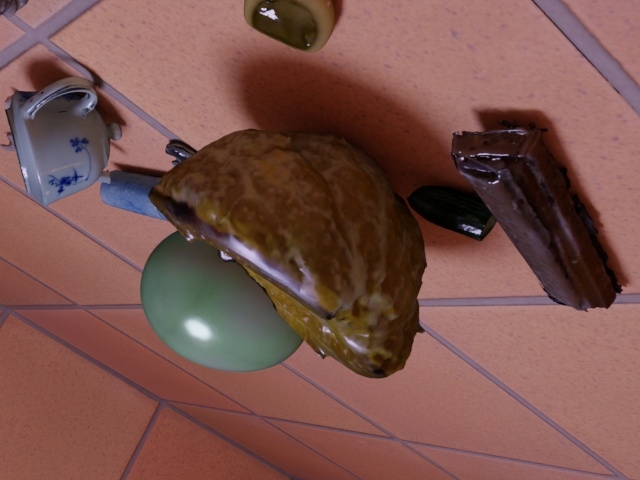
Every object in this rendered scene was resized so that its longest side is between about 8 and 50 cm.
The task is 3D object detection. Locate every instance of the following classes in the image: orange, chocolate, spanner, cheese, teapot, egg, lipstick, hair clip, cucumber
[{"bbox_3d":[0.000,0.000,1.072,0.271,0.210,0.368,39,172,46],"label":"orange"},{"bbox_3d":[0.232,-0.011,0.994,0.102,0.065,0.329,9,155,37],"label":"chocolate"},{"bbox_3d":[-0.075,-0.068,1.283,0.302,0.017,0.071,21,159,11],"label":"spanner"},{"bbox_3d":[-0.018,-0.221,0.824,0.086,0.036,0.162,27,160,-6],"label":"cheese"},{"bbox_3d":[-0.343,-0.139,1.282,0.159,0.159,0.232,24,149,6],"label":"teapot"},{"bbox_3d":[-0.143,0.088,1.444,0.270,0.220,0.220,21,159,-4],"label":"egg"},{"bbox_3d":[-0.211,-0.057,1.402,0.274,0.061,0.068,13,153,32],"label":"lipstick"},{"bbox_3d":[-0.463,-0.168,1.473,0.072,0.034,0.226,30,160,-13],"label":"hair clip"},{"bbox_3d":[0.149,-0.035,1.059,0.105,0.048,0.048,21,159,23],"label":"cucumber"}]

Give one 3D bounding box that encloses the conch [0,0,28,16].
[{"bbox_3d":[-0.418,-0.305,0.941,0.313,0.186,0.240,-2,158,16],"label":"conch"}]
